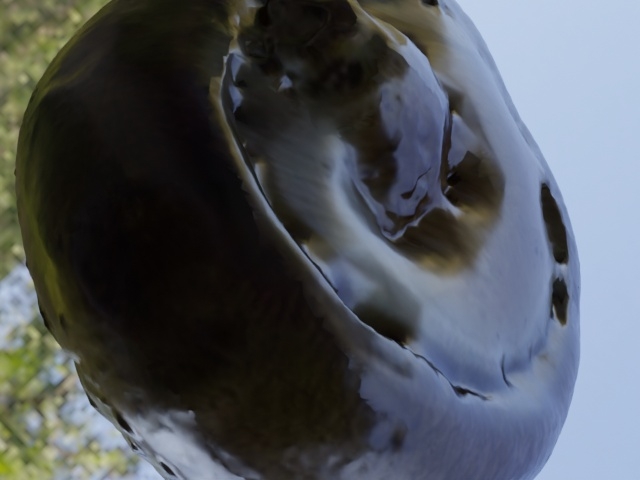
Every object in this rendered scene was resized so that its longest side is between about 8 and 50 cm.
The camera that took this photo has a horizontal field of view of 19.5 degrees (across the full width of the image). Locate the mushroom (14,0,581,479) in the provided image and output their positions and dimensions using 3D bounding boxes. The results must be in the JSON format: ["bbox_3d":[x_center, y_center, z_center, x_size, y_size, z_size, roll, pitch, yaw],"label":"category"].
[{"bbox_3d":[0.000,0.000,0.692,0.153,0.253,0.253,-27,-156,35],"label":"mushroom"}]
